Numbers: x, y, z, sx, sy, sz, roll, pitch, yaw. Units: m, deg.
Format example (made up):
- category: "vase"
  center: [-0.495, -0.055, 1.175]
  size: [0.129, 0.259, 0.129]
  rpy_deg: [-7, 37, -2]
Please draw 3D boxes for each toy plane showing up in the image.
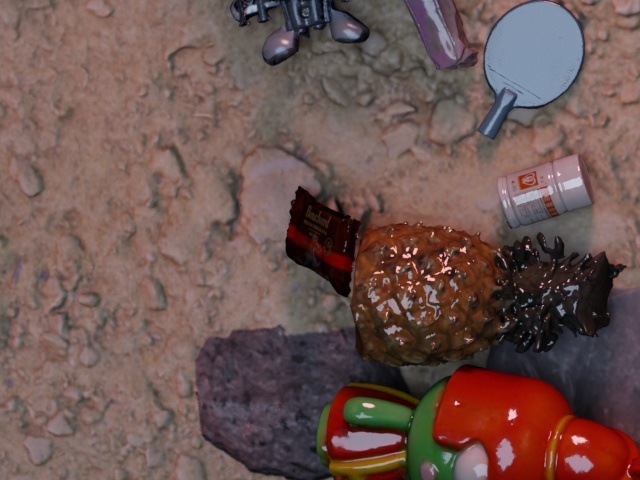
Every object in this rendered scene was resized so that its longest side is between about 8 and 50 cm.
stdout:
- category: "toy plane"
  center: [-0.028, -0.311, 1.910]
  size: [0.169, 0.078, 0.246]
  rpy_deg: [-12, 96, 16]

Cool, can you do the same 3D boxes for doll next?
- category: "doll"
  center: [0.177, 0.213, 1.888]
  size: [0.363, 0.160, 0.182]
  rpy_deg: [8, 145, 29]

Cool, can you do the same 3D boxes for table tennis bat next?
- category: "table tennis bat"
  center: [0.208, -0.173, 1.906]
  size: [0.100, 0.019, 0.155]
  rpy_deg: [31, 103, 7]

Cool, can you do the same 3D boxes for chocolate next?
- category: "chocolate"
  center: [0.000, 0.000, 1.916]
  size: [0.028, 0.182, 0.086]
  rpy_deg: [6, 103, -20]

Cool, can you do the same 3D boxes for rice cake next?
- category: "rice cake"
  center: [0.086, -0.293, 1.898]
  size: [0.049, 0.055, 0.269]
  rpy_deg: [-25, 94, 20]

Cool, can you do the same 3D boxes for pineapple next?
- category: "pineapple"
  center: [0.171, 0.061, 1.897]
  size: [0.279, 0.158, 0.157]
  rpy_deg: [3, 100, 2]

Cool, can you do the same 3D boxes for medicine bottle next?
- category: "medicine bottle"
  center: [0.229, -0.050, 1.899]
  size: [0.089, 0.057, 0.057]
  rpy_deg: [-17, 94, 15]
